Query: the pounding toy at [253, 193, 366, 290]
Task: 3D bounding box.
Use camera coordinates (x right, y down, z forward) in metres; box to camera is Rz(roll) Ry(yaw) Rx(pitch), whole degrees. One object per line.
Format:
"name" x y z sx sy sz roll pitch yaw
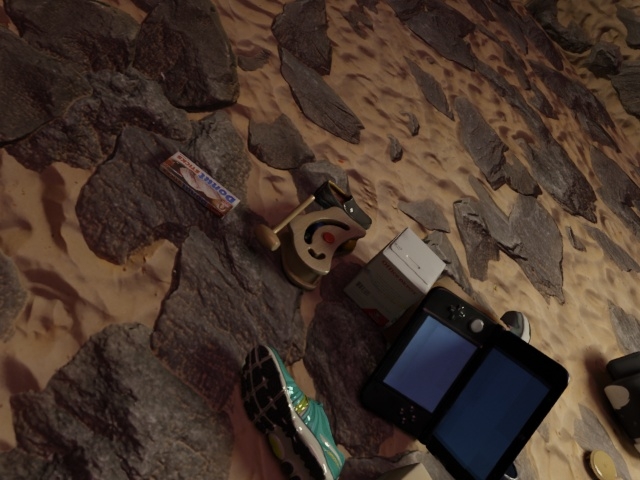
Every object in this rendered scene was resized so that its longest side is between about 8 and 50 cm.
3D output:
"pounding toy" 0.000 0.000 1.086 0.269 0.155 0.154 -17 64 -39

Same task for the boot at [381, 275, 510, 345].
"boot" 0.284 0.221 1.079 0.207 0.090 0.248 -44 62 -5

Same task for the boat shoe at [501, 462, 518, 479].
"boat shoe" 0.311 0.375 1.050 0.108 0.102 0.301 -11 65 -37

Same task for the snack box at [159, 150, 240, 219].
"snack box" -0.269 -0.123 1.097 0.178 0.022 0.064 39 45 -2

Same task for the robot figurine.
"robot figurine" 0.884 0.443 1.312 0.209 0.173 0.278 0 58 -29

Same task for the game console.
"game console" 0.259 0.278 0.938 0.250 0.293 0.173 33 3 -6

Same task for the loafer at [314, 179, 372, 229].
"loafer" 0.066 -0.088 1.254 0.170 0.061 0.062 32 46 -10

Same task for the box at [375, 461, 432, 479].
"box" 0.072 0.511 0.791 0.311 0.121 0.148 -20 71 -40

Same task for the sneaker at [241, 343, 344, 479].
"sneaker" -0.051 0.315 0.890 0.110 0.107 0.275 -12 69 -58

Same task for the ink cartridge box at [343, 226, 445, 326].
"ink cartridge box" 0.167 0.084 1.116 0.128 0.176 0.127 45 47 3

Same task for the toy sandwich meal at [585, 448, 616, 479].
"toy sandwich meal" 0.692 0.556 1.213 0.085 0.029 0.085 13 55 -19

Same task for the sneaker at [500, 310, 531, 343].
"sneaker" 0.396 0.226 1.205 0.178 0.124 0.295 50 48 -4
